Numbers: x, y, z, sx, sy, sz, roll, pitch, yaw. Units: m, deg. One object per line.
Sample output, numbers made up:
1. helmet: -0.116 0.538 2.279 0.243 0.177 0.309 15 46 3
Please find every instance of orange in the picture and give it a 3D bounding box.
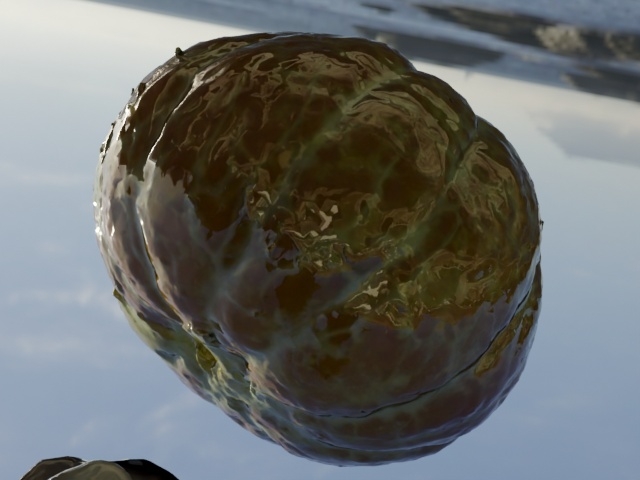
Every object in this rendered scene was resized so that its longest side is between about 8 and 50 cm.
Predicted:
1. orange: 0.000 0.000 0.974 0.329 0.249 0.329 27 151 16

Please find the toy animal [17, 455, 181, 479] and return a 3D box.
1. toy animal: -0.099 0.224 0.671 0.194 0.344 0.303 19 -141 19
